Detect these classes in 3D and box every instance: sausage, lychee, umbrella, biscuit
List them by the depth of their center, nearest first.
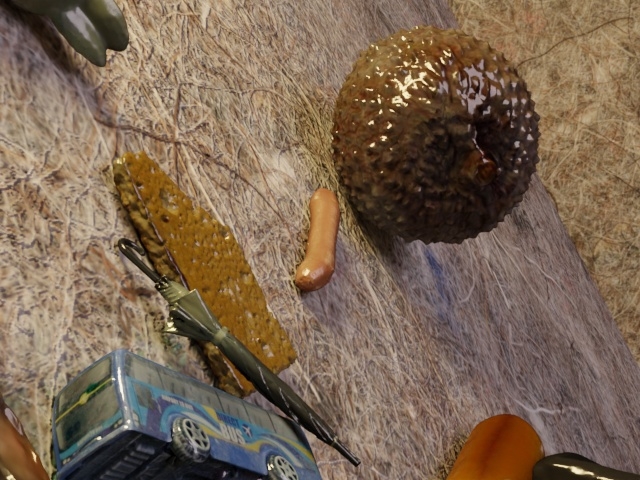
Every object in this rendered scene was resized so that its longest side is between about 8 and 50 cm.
[{"bbox_3d":[-0.073,0.092,0.791,0.269,0.044,0.044,43,13,10],"label":"umbrella"},{"bbox_3d":[-0.105,0.025,0.894,0.237,0.026,0.131,61,20,1],"label":"biscuit"},{"bbox_3d":[0.000,0.000,1.131,0.043,0.043,0.186,51,25,-25],"label":"sausage"},{"bbox_3d":[0.209,0.285,1.177,0.105,0.105,0.274,62,22,0],"label":"sausage"},{"bbox_3d":[0.143,-0.136,1.317,0.300,0.300,0.300,47,27,-32],"label":"lychee"}]

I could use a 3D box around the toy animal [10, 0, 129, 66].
[{"bbox_3d":[-0.256,-0.247,0.816,0.108,0.138,0.236,31,-27,37],"label":"toy animal"}]

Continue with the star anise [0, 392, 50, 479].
[{"bbox_3d":[-0.138,0.246,0.464,0.292,0.109,0.349,52,24,-10],"label":"star anise"}]

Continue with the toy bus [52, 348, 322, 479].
[{"bbox_3d":[-0.092,0.154,0.718,0.236,0.079,0.094,35,18,-48],"label":"toy bus"}]

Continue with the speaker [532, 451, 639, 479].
[{"bbox_3d":[0.343,0.345,1.140,0.388,0.184,0.180,34,61,-70],"label":"speaker"}]
